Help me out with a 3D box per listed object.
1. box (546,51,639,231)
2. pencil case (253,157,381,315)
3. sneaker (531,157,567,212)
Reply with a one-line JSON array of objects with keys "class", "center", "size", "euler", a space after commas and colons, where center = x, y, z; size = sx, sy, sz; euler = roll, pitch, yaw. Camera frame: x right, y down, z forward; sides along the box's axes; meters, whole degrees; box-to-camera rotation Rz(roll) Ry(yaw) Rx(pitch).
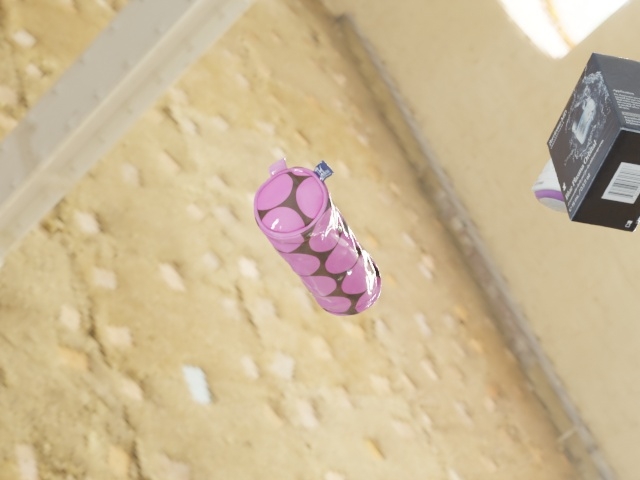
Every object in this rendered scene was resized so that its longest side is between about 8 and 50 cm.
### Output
[{"class": "box", "center": [0.365, -0.122, 1.626], "size": [0.093, 0.156, 0.158], "euler": [9, -138, -13]}, {"class": "pencil case", "center": [0.000, 0.000, 1.414], "size": [0.098, 0.095, 0.209], "euler": [59, 180, 35]}, {"class": "sneaker", "center": [0.421, -0.124, 1.900], "size": [0.114, 0.152, 0.305], "euler": [29, 168, -22]}]
